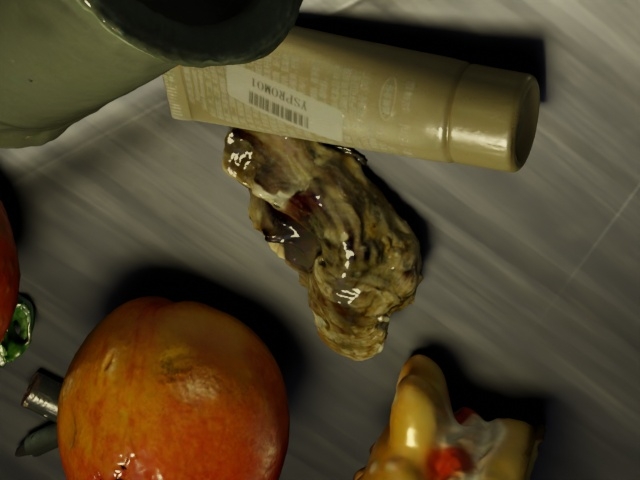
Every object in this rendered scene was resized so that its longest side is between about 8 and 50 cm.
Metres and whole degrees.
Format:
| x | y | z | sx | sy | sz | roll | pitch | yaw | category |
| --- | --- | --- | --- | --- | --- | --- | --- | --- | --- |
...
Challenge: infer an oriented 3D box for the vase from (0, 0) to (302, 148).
| x | y | z | sx | sy | sz | roll | pitch | yaw | category |
| --- | --- | --- | --- | --- | --- | --- | --- | --- | --- |
| -0.195 | -0.195 | 1.157 | 0.245 | 0.245 | 0.291 | 40 | 140 | -25 | vase |

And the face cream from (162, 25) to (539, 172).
| x | y | z | sx | sy | sz | roll | pitch | yaw | category |
| --- | --- | --- | --- | --- | --- | --- | --- | --- | --- |
| 0.012 | -0.128 | 1.276 | 0.341 | 0.084 | 0.137 | 12 | 139 | 20 | face cream |

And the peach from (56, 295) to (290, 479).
| x | y | z | sx | sy | sz | roll | pitch | yaw | category |
| --- | --- | --- | --- | --- | --- | --- | --- | --- | --- |
| -0.157 | 0.198 | 1.554 | 0.238 | 0.281 | 0.281 | -5 | 135 | 24 | peach |

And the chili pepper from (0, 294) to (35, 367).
| x | y | z | sx | sy | sz | roll | pitch | yaw | category |
| --- | --- | --- | --- | --- | --- | --- | --- | --- | --- |
| -0.414 | 0.105 | 1.707 | 0.216 | 0.062 | 0.108 | -24 | 118 | 39 | chili pepper |

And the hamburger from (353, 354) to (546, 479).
| x | y | z | sx | sy | sz | roll | pitch | yaw | category |
| --- | --- | --- | --- | --- | --- | --- | --- | --- | --- |
| 0.121 | 0.283 | 1.572 | 0.186 | 0.261 | 0.303 | 16 | 122 | 8 | hamburger |

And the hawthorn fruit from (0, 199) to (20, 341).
| x | y | z | sx | sy | sz | roll | pitch | yaw | category |
| --- | --- | --- | --- | --- | --- | --- | --- | --- | --- |
| -0.447 | 0.074 | 1.478 | 0.287 | 0.330 | 0.287 | 3 | 147 | 2 | hawthorn fruit |

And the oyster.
| x | y | z | sx | sy | sz | roll | pitch | yaw | category |
| --- | --- | --- | --- | --- | --- | --- | --- | --- | --- |
| -0.005 | 0.004 | 1.422 | 0.166 | 0.094 | 0.294 | -16 | 124 | 45 | oyster |

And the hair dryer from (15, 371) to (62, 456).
| x | y | z | sx | sy | sz | roll | pitch | yaw | category |
| --- | --- | --- | --- | --- | --- | --- | --- | --- | --- |
| -0.305 | 0.247 | 1.843 | 0.173 | 0.050 | 0.195 | 30 | 143 | -13 | hair dryer |
